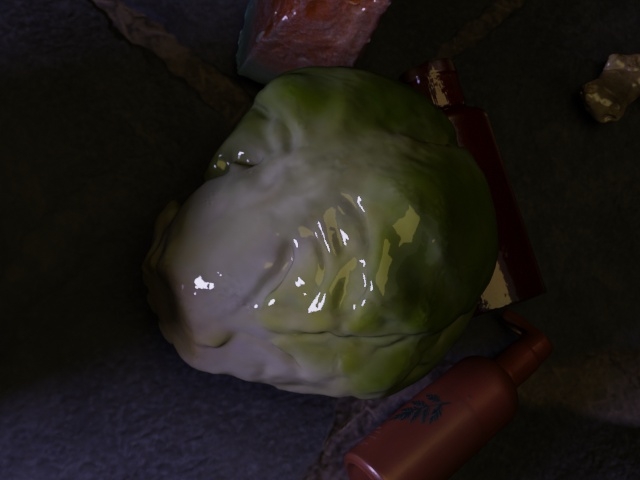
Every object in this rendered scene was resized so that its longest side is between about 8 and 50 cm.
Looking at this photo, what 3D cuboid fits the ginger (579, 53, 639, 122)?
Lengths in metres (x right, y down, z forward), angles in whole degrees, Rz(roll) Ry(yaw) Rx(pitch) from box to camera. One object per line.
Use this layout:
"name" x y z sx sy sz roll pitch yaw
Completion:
"ginger" 0.413 -0.162 1.180 0.259 0.065 0.149 -19 89 -24

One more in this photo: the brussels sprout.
"brussels sprout" 0.013 0.004 0.906 0.274 0.242 0.316 39 73 -2

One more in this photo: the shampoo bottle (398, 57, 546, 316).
"shampoo bottle" 0.147 -0.055 1.061 0.102 0.064 0.260 -15 84 -18

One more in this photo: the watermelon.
"watermelon" 0.033 -0.264 0.960 0.140 0.257 0.193 21 66 -15

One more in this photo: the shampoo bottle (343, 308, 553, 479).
"shampoo bottle" 0.134 0.166 1.006 0.244 0.085 0.085 -38 93 -24
